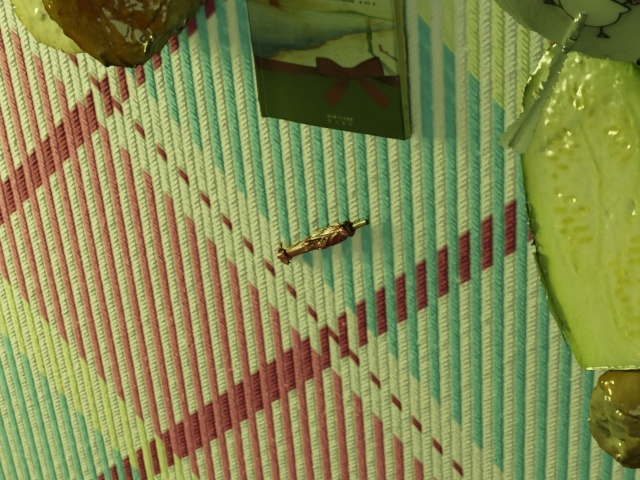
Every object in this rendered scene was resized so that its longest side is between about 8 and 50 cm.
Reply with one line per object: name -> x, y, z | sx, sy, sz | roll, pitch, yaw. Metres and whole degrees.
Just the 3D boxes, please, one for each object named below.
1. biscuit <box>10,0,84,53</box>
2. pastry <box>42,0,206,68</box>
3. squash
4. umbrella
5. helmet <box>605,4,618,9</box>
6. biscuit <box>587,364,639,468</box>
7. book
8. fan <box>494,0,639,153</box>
biscuit -> -0.332, -0.300, 1.881 | 0.152, 0.020, 0.152 | 17, 131, 22
pastry -> -0.233, -0.304, 1.756 | 0.218, 0.100, 0.229 | 14, 122, 17
squash -> 0.306, -0.049, 1.529 | 0.309, 0.210, 0.233 | 53, 151, -19
umbrella -> 0.000, 0.000, 1.897 | 0.027, 0.025, 0.165 | 37, 141, -28
helmet -> 0.270, -0.348, 1.348 | 0.305, 0.177, 0.225 | 19, 146, 6
biscuit -> 0.403, 0.179, 1.662 | 0.213, 0.091, 0.274 | -10, 156, -2
book -> 0.005, -0.250, 1.699 | 0.201, 0.026, 0.289 | 12, 129, 26
fan -> 0.240, -0.197, 1.414 | 0.233, 0.012, 0.415 | 22, 147, 5
